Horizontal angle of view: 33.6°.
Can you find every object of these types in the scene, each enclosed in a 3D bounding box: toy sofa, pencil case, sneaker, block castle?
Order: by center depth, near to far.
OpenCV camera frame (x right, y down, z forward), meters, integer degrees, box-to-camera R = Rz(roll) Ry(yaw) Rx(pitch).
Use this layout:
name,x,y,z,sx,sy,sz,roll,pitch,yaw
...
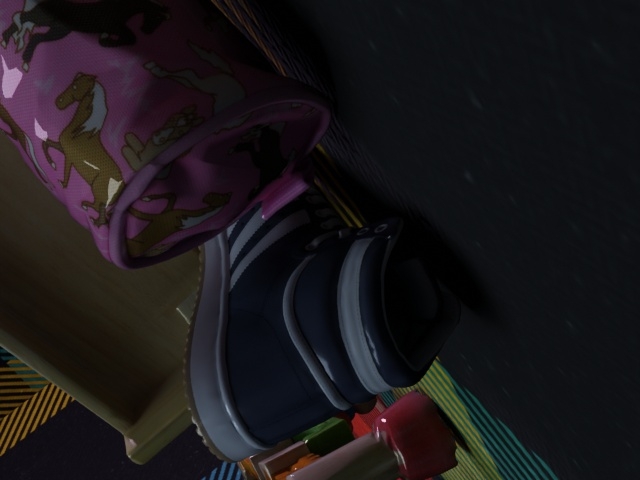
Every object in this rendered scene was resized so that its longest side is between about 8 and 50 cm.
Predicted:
name,x,y,z,sx,sy,sz,roll,pitch,yaw
pencil case,-0.162,-0.160,0.631,0.386,0.167,0.160,51,153,16
sneaker,0.000,0.000,0.686,0.099,0.153,0.282,49,-153,-39
toy sofa,-0.209,-0.017,0.770,0.362,0.150,0.177,43,-171,-30
block castle,0.076,0.322,1.202,0.303,0.213,0.453,64,165,0
